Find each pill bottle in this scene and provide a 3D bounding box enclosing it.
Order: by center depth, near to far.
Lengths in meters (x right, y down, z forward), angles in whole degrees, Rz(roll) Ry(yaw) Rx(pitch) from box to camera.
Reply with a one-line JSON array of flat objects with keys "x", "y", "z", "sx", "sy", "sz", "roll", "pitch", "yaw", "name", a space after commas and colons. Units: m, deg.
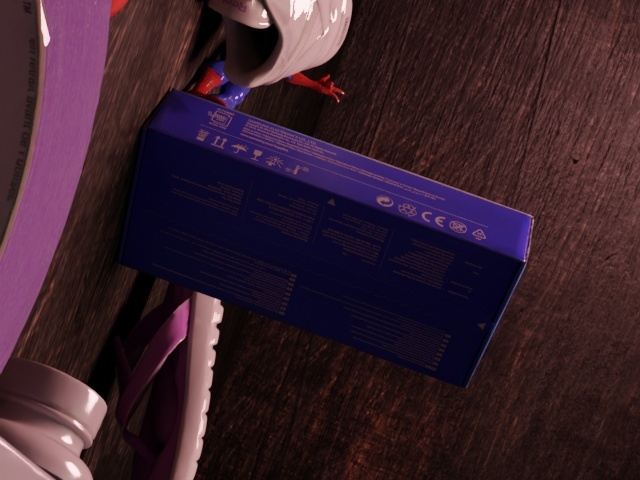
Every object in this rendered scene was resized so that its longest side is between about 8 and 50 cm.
[{"x": -0.211, "y": 0.177, "z": 0.764, "sx": 0.108, "sy": 0.108, "sz": 0.193, "roll": 105, "pitch": 5, "yaw": -63, "name": "pill bottle"}]

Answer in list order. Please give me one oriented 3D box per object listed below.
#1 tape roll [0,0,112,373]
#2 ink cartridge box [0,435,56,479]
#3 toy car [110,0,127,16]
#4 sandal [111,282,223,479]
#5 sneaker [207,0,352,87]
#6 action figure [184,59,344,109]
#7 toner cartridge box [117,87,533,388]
[{"x": -0.154, "y": -0.019, "z": 0.295, "sx": 0.275, "sy": 0.090, "sz": 0.275, "roll": 20, "pitch": 90, "yaw": -80, "name": "tape roll"}, {"x": -0.215, "y": 0.199, "z": 0.597, "sx": 0.224, "sy": 0.045, "sz": 0.223, "roll": -68, "pitch": 150, "yaw": -27, "name": "ink cartridge box"}, {"x": -0.080, "y": -0.258, "z": 0.681, "sx": 0.225, "sy": 0.053, "sz": 0.239, "roll": 107, "pitch": 4, "yaw": -54, "name": "toy car"}, {"x": -0.173, "y": 0.111, "z": 1.275, "sx": 0.169, "sy": 0.102, "sz": 0.416, "roll": 138, "pitch": -36, "yaw": -62, "name": "sandal"}, {"x": -0.025, "y": -0.269, "z": 1.065, "sx": 0.152, "sy": 0.114, "sz": 0.305, "roll": -38, "pitch": 145, "yaw": -44, "name": "sneaker"}, {"x": -0.045, "y": -0.171, "z": 1.255, "sx": 0.280, "sy": 0.139, "sz": 0.091, "roll": -70, "pitch": 180, "yaw": -52, "name": "action figure"}, {"x": 0.000, "y": 0.000, "z": 1.094, "sx": 0.075, "sy": 0.348, "sz": 0.165, "roll": -68, "pitch": 178, "yaw": -51, "name": "toner cartridge box"}]
